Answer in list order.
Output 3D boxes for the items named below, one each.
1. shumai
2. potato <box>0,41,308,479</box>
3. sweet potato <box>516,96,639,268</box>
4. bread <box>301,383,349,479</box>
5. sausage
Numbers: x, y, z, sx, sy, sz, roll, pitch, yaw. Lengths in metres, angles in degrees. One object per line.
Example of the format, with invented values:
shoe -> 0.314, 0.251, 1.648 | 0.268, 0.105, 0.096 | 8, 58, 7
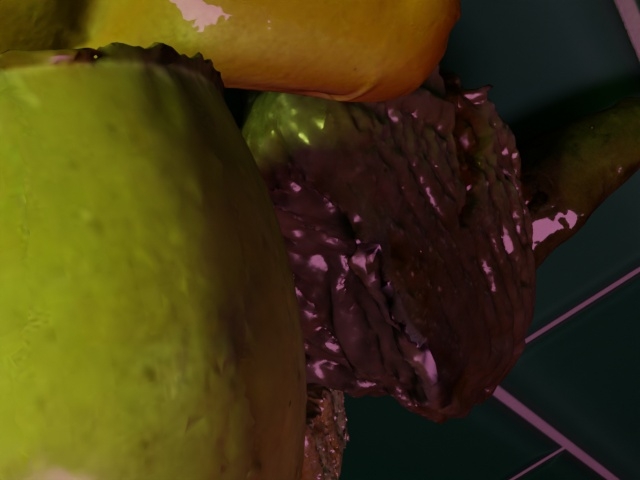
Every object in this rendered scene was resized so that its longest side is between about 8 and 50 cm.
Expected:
shumai -> -0.002, -0.001, 0.972 | 0.283, 0.217, 0.346 | -4, 139, 38
potato -> -0.199, 0.117, 0.662 | 0.385, 0.319, 0.442 | -13, 169, -34
sweet potato -> 0.147, -0.005, 1.115 | 0.423, 0.130, 0.130 | -38, 151, 6
bread -> -0.077, 0.155, 1.111 | 0.196, 0.102, 0.138 | 9, 140, 12
sausage -> -0.079, -0.148, 0.678 | 0.354, 0.116, 0.134 | 3, 122, -39
